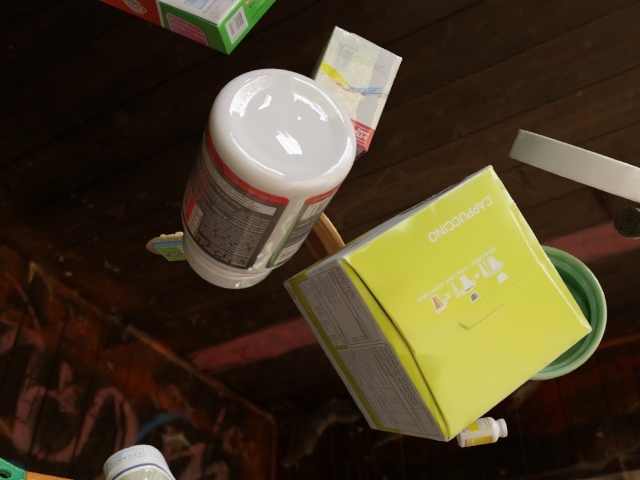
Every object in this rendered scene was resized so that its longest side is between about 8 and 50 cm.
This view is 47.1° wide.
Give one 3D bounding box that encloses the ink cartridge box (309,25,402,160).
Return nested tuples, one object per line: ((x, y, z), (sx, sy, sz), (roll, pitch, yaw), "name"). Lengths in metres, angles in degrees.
((0.037, -0.239, 1.234), (0.127, 0.176, 0.128), (22, -10, -9), "ink cartridge box")

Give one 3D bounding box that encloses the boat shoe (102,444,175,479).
((-0.212, 0.384, 0.987), (0.109, 0.094, 0.302), (-22, -41, -4), "boat shoe")

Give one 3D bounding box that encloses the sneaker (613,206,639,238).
((0.690, -0.026, 1.513), (0.071, 0.066, 0.188), (14, 3, -20), "sneaker")

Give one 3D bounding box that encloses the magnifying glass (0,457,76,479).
((-0.512, 0.388, 1.206), (0.231, 0.092, 0.026), (27, -73, -33), "magnifying glass")

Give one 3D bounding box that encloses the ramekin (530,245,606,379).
((0.490, 0.175, 1.679), (0.304, 0.303, 0.148), (-12, -21, 15), "ramekin")

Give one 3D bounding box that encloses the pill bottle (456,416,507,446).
((0.281, 0.334, 1.282), (0.083, 0.043, 0.043), (-8, -39, 0), "pill bottle")

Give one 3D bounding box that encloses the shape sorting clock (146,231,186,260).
((-0.333, 0.010, 1.847), (0.206, 0.040, 0.206), (-4, -19, -1), "shape sorting clock")

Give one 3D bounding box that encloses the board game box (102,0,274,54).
((-0.211, -0.458, 1.206), (0.317, 0.242, 0.064), (28, -21, 22), "board game box")

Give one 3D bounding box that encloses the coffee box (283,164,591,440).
((0.194, 0.117, 1.325), (0.338, 0.338, 0.334), (-31, 0, -21), "coffee box")

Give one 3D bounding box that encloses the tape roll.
((0.627, -0.163, 1.694), (0.392, 0.392, 0.072), (16, -78, -18), "tape roll")

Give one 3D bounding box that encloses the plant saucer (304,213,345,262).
((0.000, 0.000, 1.627), (0.037, 0.200, 0.200), (-33, -38, -13), "plant saucer")

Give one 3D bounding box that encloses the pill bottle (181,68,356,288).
((-0.101, -0.074, 1.137), (0.210, 0.210, 0.363), (13, -32, -15), "pill bottle")
